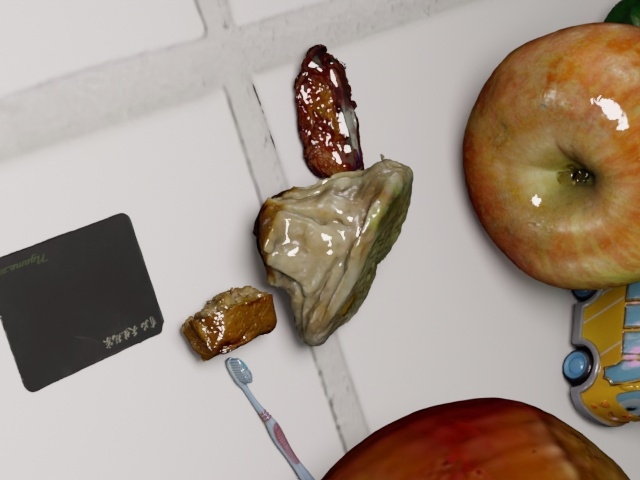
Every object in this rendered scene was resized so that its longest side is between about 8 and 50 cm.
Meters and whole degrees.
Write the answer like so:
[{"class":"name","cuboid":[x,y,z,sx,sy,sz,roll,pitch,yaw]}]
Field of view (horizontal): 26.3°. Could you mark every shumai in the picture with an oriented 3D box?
[{"class":"shumai","cuboid":[0.000,0.000,1.282,0.120,0.201,0.201,27,53,7]}]

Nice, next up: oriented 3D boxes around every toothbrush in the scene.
[{"class":"toothbrush","cuboid":[-0.035,0.184,1.270,0.013,0.019,0.193,-49,118,-41]}]

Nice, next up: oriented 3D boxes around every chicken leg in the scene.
[{"class":"chicken leg","cuboid":[0.021,-0.095,1.368,0.093,0.053,0.205,-8,91,-61]}]

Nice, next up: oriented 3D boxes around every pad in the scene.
[{"class":"pad","cuboid":[-0.199,0.048,1.136,0.157,0.003,0.112,-25,100,-46]}]

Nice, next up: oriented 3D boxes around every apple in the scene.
[{"class":"apple","cuboid":[0.306,-0.094,1.497,0.301,0.301,0.301,12,73,-45]}]

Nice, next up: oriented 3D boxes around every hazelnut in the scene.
[{"class":"hazelnut","cuboid":[0.132,0.349,1.183,0.421,0.353,0.420,-12,112,-32]}]

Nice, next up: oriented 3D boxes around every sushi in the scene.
[{"class":"sushi","cuboid":[-0.080,0.070,1.219,0.120,0.052,0.055,-24,99,-46]}]

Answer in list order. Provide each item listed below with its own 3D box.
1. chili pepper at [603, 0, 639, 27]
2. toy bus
[{"class":"chili pepper","cuboid":[0.383,-0.197,1.735,0.148,0.116,0.264,33,58,-24]},{"class":"toy bus","cuboid":[0.380,0.114,1.633,0.126,0.136,0.209,27,64,-40]}]
